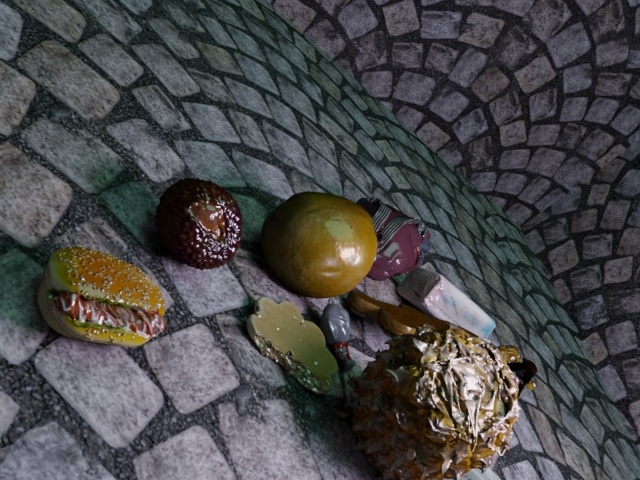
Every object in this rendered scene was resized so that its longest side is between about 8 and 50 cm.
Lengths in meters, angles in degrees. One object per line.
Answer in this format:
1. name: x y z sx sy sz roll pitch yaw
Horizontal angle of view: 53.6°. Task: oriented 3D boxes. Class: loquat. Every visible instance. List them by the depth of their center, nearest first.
1. loquat: 0.000 0.000 1.572 0.283 0.276 0.276 34 29 -24

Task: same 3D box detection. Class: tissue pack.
1. tissue pack: 0.397 0.211 2.009 0.271 0.124 0.201 38 -8 -22

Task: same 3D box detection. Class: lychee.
1. lychee: -0.257 -0.038 1.302 0.188 0.188 0.188 38 27 -23

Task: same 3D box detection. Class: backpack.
1. backpack: 0.175 -0.002 1.916 0.283 0.197 0.317 32 26 14

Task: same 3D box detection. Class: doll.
1. doll: 0.043 0.228 1.536 0.094 0.079 0.180 27 42 -68

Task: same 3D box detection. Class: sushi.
1. sushi: 0.520 0.407 1.895 0.204 0.213 0.200 15 37 -42

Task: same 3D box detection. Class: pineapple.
1. pineapple: 0.234 0.343 1.323 0.352 0.300 0.353 9 57 -15

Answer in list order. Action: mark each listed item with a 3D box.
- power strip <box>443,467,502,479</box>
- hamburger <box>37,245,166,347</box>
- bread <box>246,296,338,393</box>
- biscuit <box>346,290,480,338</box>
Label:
1. power strip: 0.325 0.540 1.532 0.385 0.091 0.062 45 28 -10
2. hamburger: -0.346 0.092 1.022 0.210 0.116 0.173 23 33 -45
3. bread: -0.058 0.224 1.405 0.251 0.039 0.182 43 25 -14
4. biscuit: 0.286 0.252 1.755 0.431 0.064 0.283 19 7 -37
